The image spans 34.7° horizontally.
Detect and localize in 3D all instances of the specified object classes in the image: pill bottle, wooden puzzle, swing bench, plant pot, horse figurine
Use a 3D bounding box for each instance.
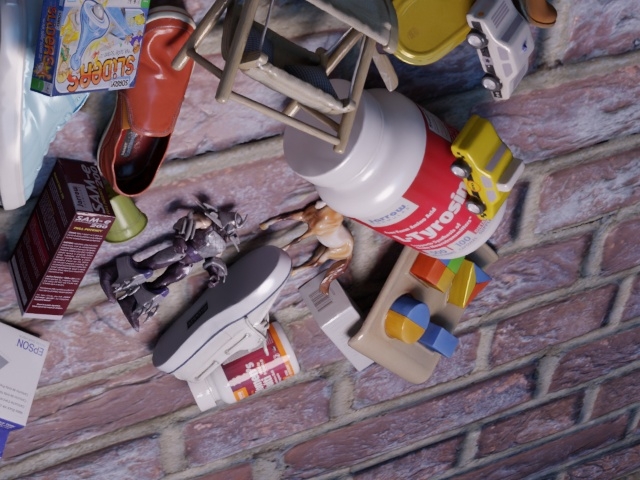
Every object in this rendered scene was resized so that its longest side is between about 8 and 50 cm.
[{"bbox_3d":[-0.164,0.264,2.122,0.221,0.121,0.121,-24,142,-7],"label":"pill bottle"},{"bbox_3d":[0.133,-0.125,1.788,0.229,0.229,0.408,-45,139,19],"label":"pill bottle"},{"bbox_3d":[0.240,0.130,2.166,0.347,0.080,0.322,-58,142,-3],"label":"wooden puzzle"},{"bbox_3d":[-0.035,-0.300,1.491,0.253,0.165,0.254,18,105,-43],"label":"swing bench"},{"bbox_3d":[-0.339,-0.051,1.703,0.083,0.083,0.079,-23,129,-8],"label":"plant pot"},{"bbox_3d":[0.000,0.000,1.978,0.175,0.066,0.263,-25,140,4],"label":"horse figurine"}]

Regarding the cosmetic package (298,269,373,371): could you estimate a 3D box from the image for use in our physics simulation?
[{"bbox_3d":[0.051,0.171,2.159,0.085,0.117,0.231,-34,143,4],"label":"cosmetic package"}]

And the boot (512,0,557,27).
[{"bbox_3d":[0.367,-0.445,1.707,0.197,0.073,0.152,11,123,-43],"label":"boot"}]

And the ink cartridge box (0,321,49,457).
[{"bbox_3d":[-0.591,0.248,1.777,0.045,0.223,0.223,0,158,35],"label":"ink cartridge box"}]

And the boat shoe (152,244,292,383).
[{"bbox_3d":[-0.153,0.163,1.975,0.156,0.135,0.367,34,114,-29],"label":"boat shoe"}]

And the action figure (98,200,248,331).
[{"bbox_3d":[-0.247,0.034,1.836,0.285,0.099,0.185,-34,137,0],"label":"action figure"}]

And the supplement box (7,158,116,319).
[{"bbox_3d":[-0.422,0.001,1.658,0.073,0.130,0.239,8,130,-37],"label":"supplement box"}]

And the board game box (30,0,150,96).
[{"bbox_3d":[-0.306,-0.269,1.378,0.201,0.035,0.136,-29,136,-64],"label":"board game box"}]

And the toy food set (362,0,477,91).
[{"bbox_3d":[0.162,-0.360,1.681,0.218,0.071,0.128,-36,110,1],"label":"toy food set"}]

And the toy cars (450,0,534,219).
[{"bbox_3d":[0.300,-0.216,1.691,0.176,0.087,0.393,-12,112,-49],"label":"toy cars"}]

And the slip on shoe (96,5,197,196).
[{"bbox_3d":[-0.259,-0.204,1.556,0.123,0.101,0.331,2,131,-32],"label":"slip on shoe"}]

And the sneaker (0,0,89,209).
[{"bbox_3d":[-0.394,-0.190,1.458,0.150,0.135,0.366,-4,137,-24],"label":"sneaker"}]
